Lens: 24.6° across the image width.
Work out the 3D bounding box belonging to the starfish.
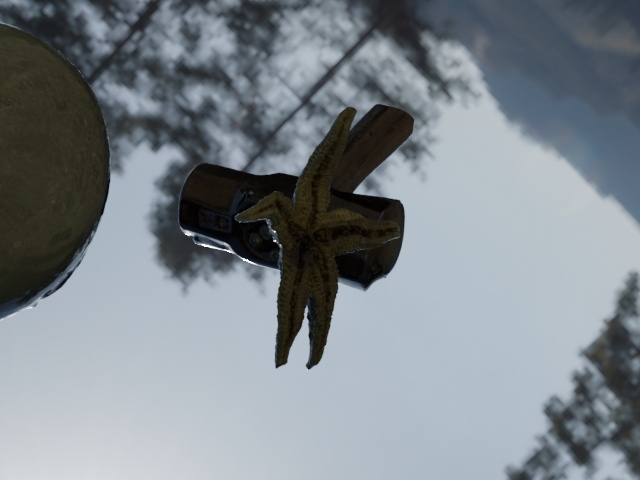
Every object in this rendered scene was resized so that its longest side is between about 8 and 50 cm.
[{"bbox_3d":[-0.002,-0.001,1.197,0.216,0.224,0.050,4,-165,-46],"label":"starfish"}]

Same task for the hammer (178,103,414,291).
[{"bbox_3d":[0.024,-0.073,1.725,0.242,0.095,0.409,12,-155,19],"label":"hammer"}]

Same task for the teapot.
[{"bbox_3d":[-0.218,-0.060,0.763,0.183,0.183,0.251,50,175,18],"label":"teapot"}]
